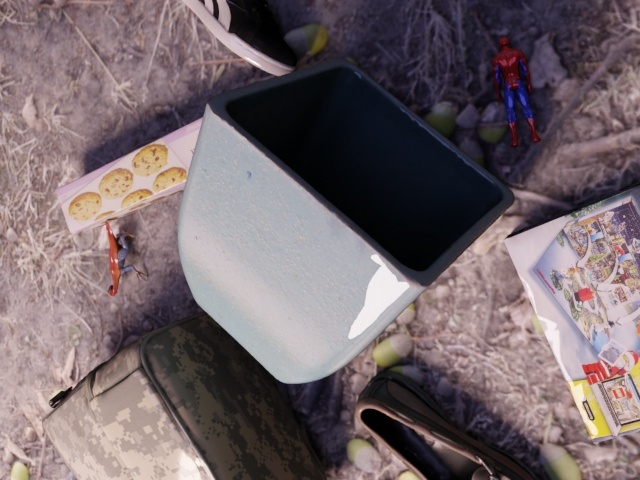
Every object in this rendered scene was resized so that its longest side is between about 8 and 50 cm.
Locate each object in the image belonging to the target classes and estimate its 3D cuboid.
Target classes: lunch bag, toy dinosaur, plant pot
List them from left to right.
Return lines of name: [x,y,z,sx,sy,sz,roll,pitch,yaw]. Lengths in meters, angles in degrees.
toy dinosaur: [-0.275,0.030,0.962,0.047,0.090,0.082,1,67,37]
lunch bag: [-0.178,0.266,0.877,0.256,0.212,0.305,-35,83,22]
plant pot: [0.000,0.000,0.758,0.248,0.247,0.252,42,128,11]

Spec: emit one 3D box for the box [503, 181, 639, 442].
box: [0.309,0.072,0.738,0.159,0.044,0.233,-24,89,24]

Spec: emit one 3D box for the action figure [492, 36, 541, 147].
action figure: [0.202,-0.156,0.756,0.038,0.030,0.115,-11,89,18]

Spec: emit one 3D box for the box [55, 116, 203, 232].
box: [-0.189,-0.093,0.907,0.324,0.063,0.067,-20,92,24]

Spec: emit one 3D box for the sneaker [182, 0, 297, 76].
sneaker: [-0.088,-0.294,0.825,0.217,0.079,0.121,43,113,13]

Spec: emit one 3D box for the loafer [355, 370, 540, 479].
loafer: [0.146,0.258,0.812,0.267,0.084,0.096,37,110,13]
